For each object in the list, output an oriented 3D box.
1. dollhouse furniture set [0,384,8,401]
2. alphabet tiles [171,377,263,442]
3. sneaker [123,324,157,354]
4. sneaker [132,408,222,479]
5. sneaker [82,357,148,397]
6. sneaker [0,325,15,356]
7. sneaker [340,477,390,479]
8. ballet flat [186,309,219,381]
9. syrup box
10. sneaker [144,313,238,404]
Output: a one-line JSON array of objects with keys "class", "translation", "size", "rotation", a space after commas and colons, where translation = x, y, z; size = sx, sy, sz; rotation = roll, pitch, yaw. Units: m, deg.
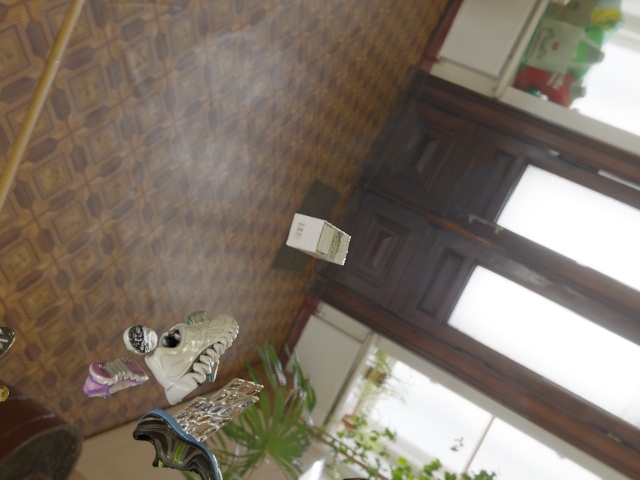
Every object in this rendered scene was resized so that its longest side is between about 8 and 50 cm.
[{"class": "dollhouse furniture set", "translation": [-1.037, 0.468, 1.554], "size": [0.198, 0.304, 0.286], "rotation": [140, -27, -72]}, {"class": "alphabet tiles", "translation": [-0.250, 0.391, 1.312], "size": [0.237, 0.009, 0.198], "rotation": [-38, 147, 7]}, {"class": "sneaker", "translation": [-0.530, 0.286, 1.653], "size": [0.237, 0.086, 0.085], "rotation": [111, -27, -77]}, {"class": "sneaker", "translation": [-0.242, 0.366, 0.982], "size": [0.078, 0.188, 0.067], "rotation": [-43, 157, -37]}, {"class": "sneaker", "translation": [-0.622, 0.421, 1.738], "size": [0.104, 0.095, 0.236], "rotation": [-55, 157, 5]}, {"class": "sneaker", "translation": [-0.771, 0.261, 1.283], "size": [0.208, 0.081, 0.094], "rotation": [-36, 177, -13]}, {"class": "sneaker", "translation": [0.035, 0.372, 0.690], "size": [0.072, 0.077, 0.178], "rotation": [62, 39, -50]}, {"class": "ballet flat", "translation": [-0.328, 0.307, 1.696], "size": [0.068, 0.213, 0.072], "rotation": [-20, -175, -25]}, {"class": "syrup box", "translation": [0.000, 0.000, 1.668], "size": [0.237, 0.096, 0.093], "rotation": [28, 78, -67]}, {"class": "sneaker", "translation": [-0.261, 0.212, 1.203], "size": [0.110, 0.118, 0.292], "rotation": [-40, -174, 19]}]
